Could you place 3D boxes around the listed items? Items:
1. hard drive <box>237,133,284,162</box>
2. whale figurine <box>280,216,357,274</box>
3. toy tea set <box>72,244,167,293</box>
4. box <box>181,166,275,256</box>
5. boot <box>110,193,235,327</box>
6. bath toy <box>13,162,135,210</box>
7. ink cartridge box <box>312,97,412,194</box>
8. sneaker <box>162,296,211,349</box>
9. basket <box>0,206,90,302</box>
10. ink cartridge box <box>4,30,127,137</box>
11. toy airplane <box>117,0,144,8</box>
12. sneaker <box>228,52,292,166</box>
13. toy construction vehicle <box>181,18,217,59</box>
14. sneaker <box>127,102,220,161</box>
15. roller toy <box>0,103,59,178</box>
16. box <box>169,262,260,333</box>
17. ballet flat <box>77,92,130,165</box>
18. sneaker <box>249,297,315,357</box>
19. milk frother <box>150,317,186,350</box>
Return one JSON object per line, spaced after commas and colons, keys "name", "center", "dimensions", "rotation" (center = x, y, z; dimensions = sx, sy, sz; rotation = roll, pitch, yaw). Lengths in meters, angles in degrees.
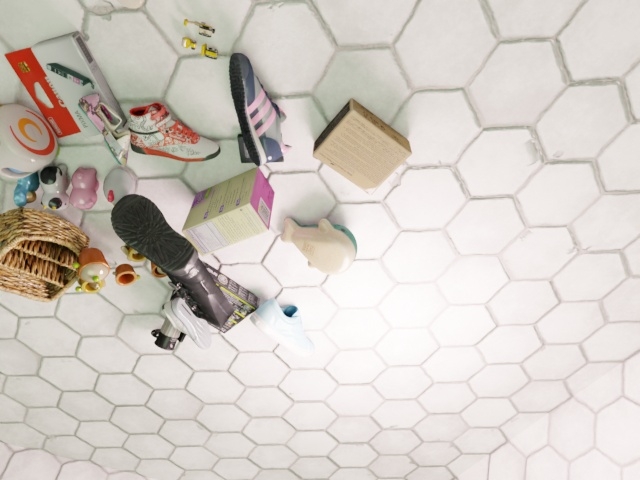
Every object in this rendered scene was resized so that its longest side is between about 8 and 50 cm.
{"name": "hard drive", "center": [-0.183, -0.284, 1.555], "dimensions": [0.135, 0.022, 0.094], "rotation": [-1, 128, 2]}
{"name": "whale figurine", "center": [0.000, 0.000, 1.732], "dimensions": [0.272, 0.141, 0.216], "rotation": [24, 129, 13]}
{"name": "toy tea set", "center": [-0.669, 0.106, 1.727], "dimensions": [0.336, 0.124, 0.199], "rotation": [-14, 138, -22]}
{"name": "box", "center": [-0.283, -0.092, 1.587], "dimensions": [0.243, 0.213, 0.117], "rotation": [-20, 125, 16]}
{"name": "boot", "center": [-0.475, 0.081, 1.672], "dimensions": [0.146, 0.367, 0.445], "rotation": [-42, 154, -14]}
{"name": "bath toy", "center": [-0.772, -0.157, 1.599], "dimensions": [0.349, 0.129, 0.151], "rotation": [1, 128, -1]}
{"name": "ink cartridge box", "center": [0.123, -0.277, 1.514], "dimensions": [0.235, 0.088, 0.193], "rotation": [31, 124, -23]}
{"name": "sneaker", "center": [-0.509, 0.319, 1.934], "dimensions": [0.091, 0.094, 0.258], "rotation": [-12, 121, 25]}
{"name": "basket", "center": [-0.910, 0.054, 1.643], "dimensions": [0.214, 0.222, 0.299], "rotation": [-15, 153, 15]}
{"name": "ink cartridge box", "center": [-0.726, -0.422, 1.430], "dimensions": [0.239, 0.060, 0.275], "rotation": [-12, 127, 9]}
{"name": "toy airplane", "center": [-0.567, -0.717, 1.055], "dimensions": [0.387, 0.272, 0.384], "rotation": [9, 129, -7]}
{"name": "sneaker", "center": [-0.170, -0.380, 1.441], "dimensions": [0.131, 0.112, 0.318], "rotation": [-23, 121, -22]}
{"name": "toy construction vehicle", "center": [-0.319, -0.541, 1.349], "dimensions": [0.098, 0.035, 0.085], "rotation": [14, 138, -7]}
{"name": "sneaker", "center": [-0.434, -0.321, 1.486], "dimensions": [0.270, 0.090, 0.144], "rotation": [6, 131, -1]}
{"name": "roller toy", "center": [-0.886, -0.284, 1.456], "dimensions": [0.146, 0.191, 0.209], "rotation": [-23, 125, 19]}
{"name": "box", "center": [-0.405, 0.229, 1.944], "dimensions": [0.270, 0.060, 0.216], "rotation": [37, 120, -26]}
{"name": "ballet flat", "center": [-0.595, -0.316, 1.437], "dimensions": [0.079, 0.076, 0.221], "rotation": [-25, 125, -1]}
{"name": "sneaker", "center": [-0.110, 0.344, 1.993], "dimensions": [0.150, 0.135, 0.366], "rotation": [-49, 134, 0]}
{"name": "milk frother", "center": [-0.614, 0.349, 2.027], "dimensions": [0.143, 0.129, 0.134], "rotation": [25, 91, 16]}
